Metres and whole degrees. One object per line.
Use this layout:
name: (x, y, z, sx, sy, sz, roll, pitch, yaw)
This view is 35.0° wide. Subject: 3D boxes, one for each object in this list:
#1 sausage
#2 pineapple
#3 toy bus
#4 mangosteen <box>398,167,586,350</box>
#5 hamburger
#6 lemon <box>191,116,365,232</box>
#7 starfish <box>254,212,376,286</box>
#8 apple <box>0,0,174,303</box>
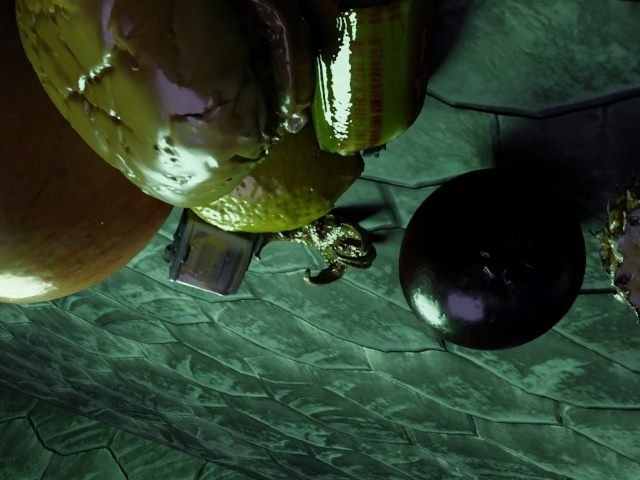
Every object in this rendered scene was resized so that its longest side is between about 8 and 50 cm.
sausage: (0.041, -0.158, 0.903, 0.117, 0.125, 0.317, 28, 157, 17)
pineapple: (0.332, -0.012, 0.940, 0.176, 0.137, 0.161, 41, 109, -19)
toy bus: (-0.119, -0.018, 1.220, 0.106, 0.092, 0.268, 20, -164, -3)
mangosteen: (0.173, 0.018, 1.071, 0.194, 0.194, 0.230, 29, -179, -5)
hamburger: (-0.144, -0.169, 0.844, 0.318, 0.158, 0.318, 40, 153, 24)
lemon: (-0.061, -0.091, 1.070, 0.193, 0.180, 0.180, -25, 132, 21)
starfish: (0.000, 0.001, 1.312, 0.146, 0.074, 0.190, 34, 154, -19)
apple: (-0.343, -0.099, 1.139, 0.364, 0.364, 0.364, 21, 155, 11)
